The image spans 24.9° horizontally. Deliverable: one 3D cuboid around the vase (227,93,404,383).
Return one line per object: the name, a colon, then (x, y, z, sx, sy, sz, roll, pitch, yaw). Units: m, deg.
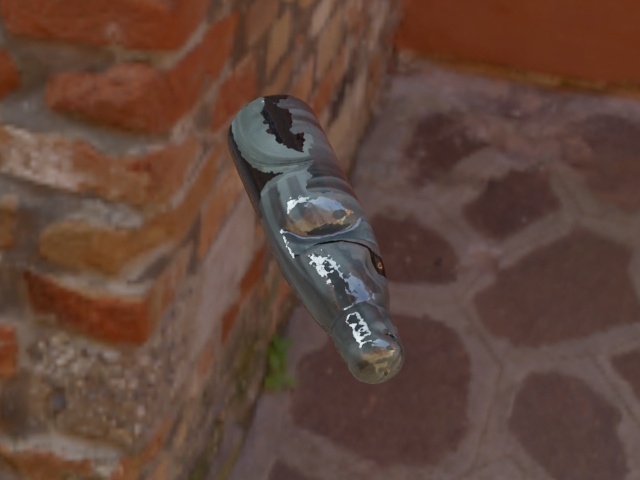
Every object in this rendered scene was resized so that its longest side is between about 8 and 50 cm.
vase: (0.000, 0.000, 0.826, 0.060, 0.060, 0.211, -8, 44, -16)
